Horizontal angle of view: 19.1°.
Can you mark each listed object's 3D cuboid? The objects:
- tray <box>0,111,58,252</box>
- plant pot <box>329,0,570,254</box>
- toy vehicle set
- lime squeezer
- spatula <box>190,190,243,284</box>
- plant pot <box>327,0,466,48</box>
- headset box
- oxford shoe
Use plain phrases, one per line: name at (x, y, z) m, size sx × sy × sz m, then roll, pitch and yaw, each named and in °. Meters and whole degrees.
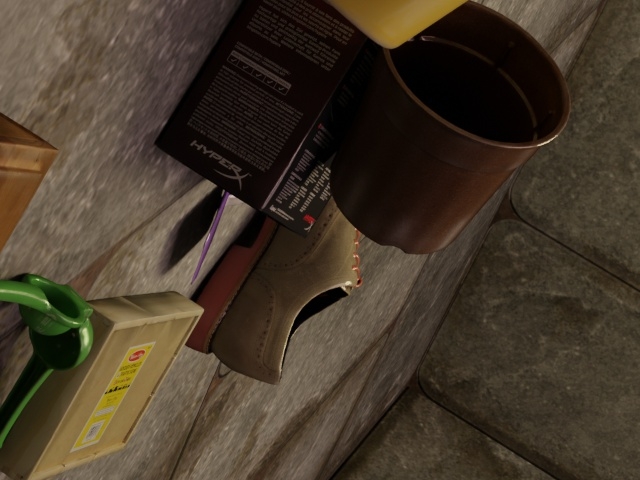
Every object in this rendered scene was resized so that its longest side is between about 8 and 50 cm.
tray at (-0.309, 0.105, 1.084) m, size 0.411 × 0.076 × 0.203 m, roll -60°, pitch 169°, yaw 6°
plant pot at (0.093, -0.087, 1.563) m, size 0.167 × 0.167 × 0.165 m, roll -47°, pitch 172°, yaw -47°
toy vehicle set at (-0.198, 0.130, 1.741) m, size 0.166 × 0.035 × 0.267 m, roll -60°, pitch 169°, yaw 7°
lime squeezer at (-0.226, 0.069, 1.451) m, size 0.110 × 0.059 × 0.310 m, roll -22°, pitch 158°, yaw -17°
spatula at (-0.057, -0.057, 1.867) m, size 0.296 × 0.030 × 0.084 m, roll -48°, pitch 166°, yaw -46°
plant pot at (0.077, -0.277, 1.363) m, size 0.239 × 0.254 × 0.254 m, roll -44°, pitch 172°, yaw 10°
headset box at (0.003, -0.161, 1.634) m, size 0.293 × 0.110 × 0.218 m, roll -58°, pitch 169°, yaw 1°
oxford shoe at (0.000, 0.000, 2.010) m, size 0.348 × 0.130 × 0.123 m, roll -56°, pitch 169°, yaw -14°
